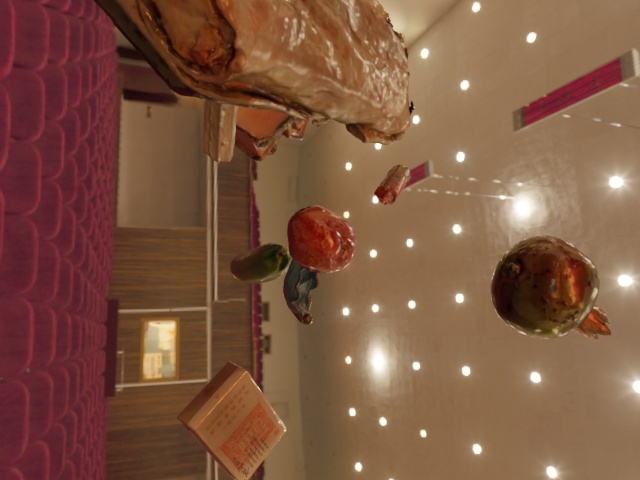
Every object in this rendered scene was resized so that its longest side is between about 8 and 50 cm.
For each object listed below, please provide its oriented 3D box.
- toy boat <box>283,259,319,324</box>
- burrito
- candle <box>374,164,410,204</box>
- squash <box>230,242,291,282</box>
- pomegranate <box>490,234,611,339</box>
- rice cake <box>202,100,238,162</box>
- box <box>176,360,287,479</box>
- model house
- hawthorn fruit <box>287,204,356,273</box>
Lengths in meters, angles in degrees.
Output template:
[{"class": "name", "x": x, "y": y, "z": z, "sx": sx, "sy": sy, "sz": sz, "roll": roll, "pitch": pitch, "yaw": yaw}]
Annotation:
[{"class": "toy boat", "x": -0.024, "y": 0.088, "z": 1.032, "sx": 0.077, "sy": 0.075, "sz": 0.186, "roll": 37, "pitch": -57, "yaw": 23}, {"class": "burrito", "x": -0.045, "y": -0.171, "z": 0.395, "sx": 0.107, "sy": 0.347, "sz": 0.175, "roll": -39, "pitch": -119, "yaw": 35}, {"class": "candle", "x": 0.154, "y": -0.117, "z": 1.113, "sx": 0.131, "sy": 0.052, "sz": 0.052, "roll": -51, "pitch": 171, "yaw": -45}, {"class": "squash", "x": -0.143, "y": 0.057, "z": 1.160, "sx": 0.292, "sy": 0.082, "sz": 0.082, "roll": -16, "pitch": -107, "yaw": 61}, {"class": "pomegranate", "x": 0.361, "y": 0.083, "z": 0.788, "sx": 0.159, "sy": 0.205, "sz": 0.159, "roll": -53, "pitch": -168, "yaw": 17}, {"class": "rice cake", "x": -0.161, "y": -0.240, "z": 0.843, "sx": 0.057, "sy": 0.052, "sz": 0.256, "roll": -71, "pitch": 177, "yaw": -47}, {"class": "box", "x": -0.159, "y": 0.344, "z": 0.958, "sx": 0.058, "sy": 0.141, "sz": 0.201, "roll": 14, "pitch": -42, "yaw": 41}, {"class": "model house", "x": -0.126, "y": -0.295, "z": 1.296, "sx": 0.166, "sy": 0.183, "sz": 0.172, "roll": 37, "pitch": -14, "yaw": 17}, {"class": "hawthorn fruit", "x": 0.000, "y": 0.000, "z": 0.877, "sx": 0.128, "sy": 0.128, "sz": 0.128, "roll": -178, "pitch": -90, "yaw": -68}]
